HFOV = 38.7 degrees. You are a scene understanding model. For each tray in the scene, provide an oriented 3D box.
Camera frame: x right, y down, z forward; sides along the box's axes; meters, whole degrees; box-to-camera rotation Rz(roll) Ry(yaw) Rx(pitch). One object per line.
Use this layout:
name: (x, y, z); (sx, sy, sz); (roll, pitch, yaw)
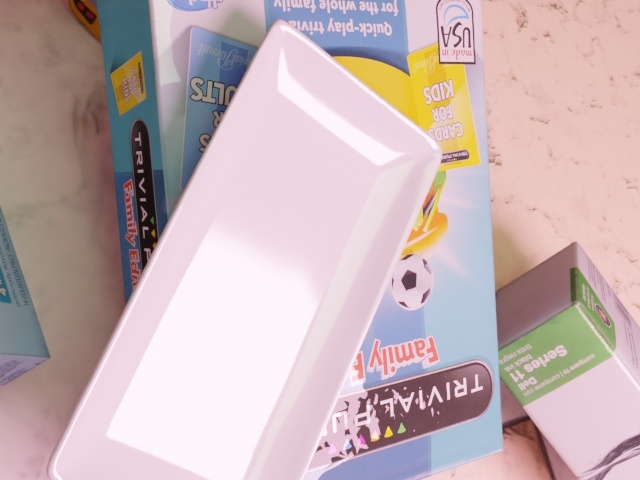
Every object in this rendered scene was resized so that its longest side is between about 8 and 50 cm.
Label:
tray: (-0.034, 0.027, 0.512); (0.145, 0.030, 0.270); (33, 74, -30)

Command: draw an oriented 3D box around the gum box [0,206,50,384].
gum box: (-0.235, -0.005, 0.466); (0.156, 0.041, 0.184); (66, 16, 18)

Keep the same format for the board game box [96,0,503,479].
board game box: (0.000, 0.000, 0.602); (0.254, 0.079, 0.335); (-8, 96, -35)

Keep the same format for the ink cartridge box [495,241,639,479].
ink cartridge box: (0.230, 0.124, 0.730); (0.208, 0.087, 0.153); (52, 22, -4)

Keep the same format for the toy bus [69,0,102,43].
toy bus: (-0.040, -0.265, 0.714); (0.108, 0.130, 0.332); (44, 54, -10)
